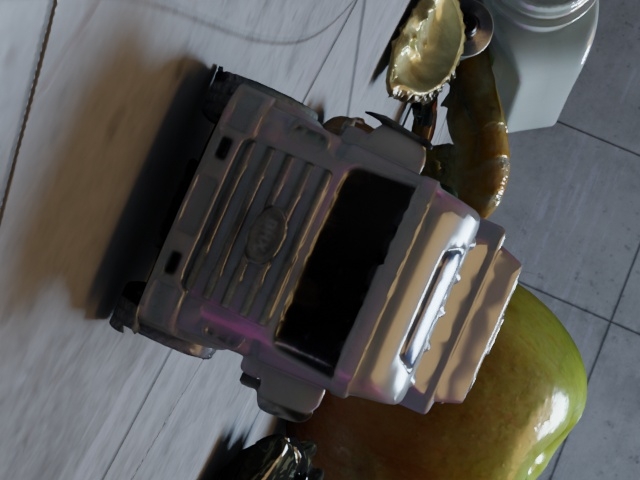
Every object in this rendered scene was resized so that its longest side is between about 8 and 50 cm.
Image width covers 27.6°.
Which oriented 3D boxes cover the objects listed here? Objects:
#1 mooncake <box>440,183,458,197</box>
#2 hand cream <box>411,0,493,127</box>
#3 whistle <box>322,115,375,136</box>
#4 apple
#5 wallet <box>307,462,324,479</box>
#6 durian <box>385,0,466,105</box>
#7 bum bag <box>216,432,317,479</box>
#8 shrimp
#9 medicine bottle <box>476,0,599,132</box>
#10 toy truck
[{"bbox_3d":[0.093,0.012,1.178,0.168,0.175,0.104,-9,126,-51],"label":"mooncake"},{"bbox_3d":[0.119,-0.167,1.203,0.075,0.052,0.248,-54,176,-7],"label":"hand cream"},{"bbox_3d":[0.000,0.000,0.876,0.220,0.057,0.107,109,7,-48],"label":"whistle"},{"bbox_3d":[0.136,0.185,1.488,0.338,0.305,0.339,25,90,-84],"label":"apple"},{"bbox_3d":[-0.087,0.324,1.215,0.165,0.042,0.309,-48,180,25],"label":"wallet"},{"bbox_3d":[0.086,-0.152,1.038,0.066,0.052,0.130,96,19,-60],"label":"durian"},{"bbox_3d":[-0.052,0.211,1.118,0.102,0.069,0.248,-30,173,1],"label":"bum bag"},{"bbox_3d":[0.138,-0.123,1.333,0.133,0.053,0.236,-24,-114,55],"label":"shrimp"},{"bbox_3d":[0.220,-0.236,1.378,0.324,0.124,0.179,74,9,-77],"label":"medicine bottle"},{"bbox_3d":[0.015,0.015,0.618,0.268,0.155,0.124,24,89,-83],"label":"toy truck"}]
